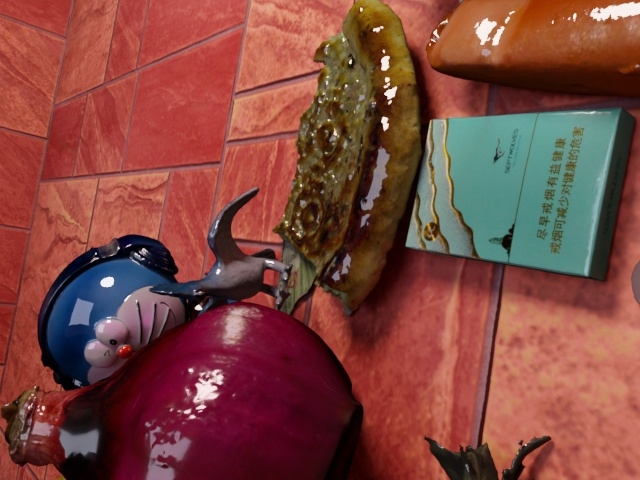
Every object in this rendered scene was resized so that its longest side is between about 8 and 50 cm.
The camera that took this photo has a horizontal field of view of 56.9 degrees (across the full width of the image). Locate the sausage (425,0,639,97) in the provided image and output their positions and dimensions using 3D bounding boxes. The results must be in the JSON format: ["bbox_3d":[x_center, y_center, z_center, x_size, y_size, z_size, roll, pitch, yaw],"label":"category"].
[{"bbox_3d":[0.245,-0.195,0.579,0.348,0.094,0.097,23,85,52],"label":"sausage"}]

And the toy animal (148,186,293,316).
[{"bbox_3d":[-0.127,0.043,0.850,0.255,0.176,0.239,-77,-3,-81],"label":"toy animal"}]

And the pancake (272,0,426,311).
[{"bbox_3d":[0.028,-0.134,0.818,0.305,0.067,0.427,19,98,56],"label":"pancake"}]

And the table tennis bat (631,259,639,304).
[{"bbox_3d":[0.300,0.051,0.517,0.050,0.007,0.083,-12,70,48],"label":"table tennis bat"}]

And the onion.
[{"bbox_3d":[-0.171,0.234,0.699,0.398,0.420,0.398,21,-90,-87],"label":"onion"}]

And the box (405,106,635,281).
[{"bbox_3d":[0.201,-0.054,0.635,0.229,0.041,0.162,9,87,51],"label":"box"}]

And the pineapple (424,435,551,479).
[{"bbox_3d":[0.109,0.335,0.585,0.365,0.165,0.165,-59,42,10],"label":"pineapple"}]

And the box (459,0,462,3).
[{"bbox_3d":[0.205,-0.366,0.722,0.090,0.024,0.167,-19,66,47],"label":"box"}]

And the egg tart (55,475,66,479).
[{"bbox_3d":[-0.419,0.521,1.036,0.345,0.132,0.345,-2,-90,-87],"label":"egg tart"}]

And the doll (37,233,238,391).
[{"bbox_3d":[-0.296,0.137,0.975,0.240,0.310,0.284,35,108,50],"label":"doll"}]

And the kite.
[{"bbox_3d":[0.000,0.000,0.887,0.323,0.013,0.268,-53,44,31],"label":"kite"}]
